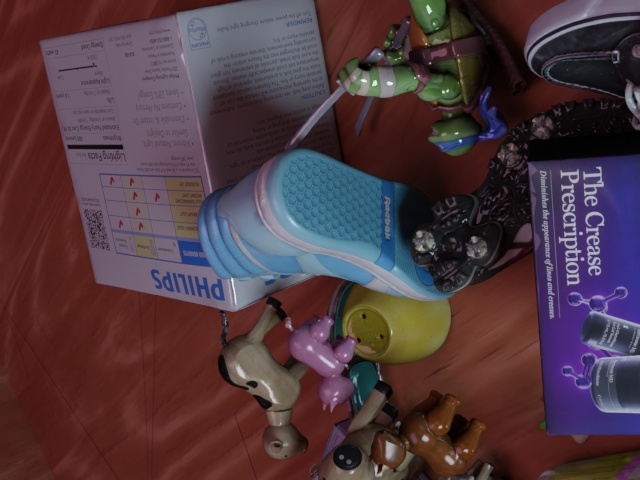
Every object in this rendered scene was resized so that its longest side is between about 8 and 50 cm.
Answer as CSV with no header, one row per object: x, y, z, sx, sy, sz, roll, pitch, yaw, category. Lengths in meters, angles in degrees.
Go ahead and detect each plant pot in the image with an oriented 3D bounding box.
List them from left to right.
0.079,0.098,1.222,0.134,0.095,0.134,9,107,29,plant pot

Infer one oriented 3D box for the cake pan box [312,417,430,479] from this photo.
0.085,0.416,1.413,0.246,0.070,0.267,45,136,32,cake pan box

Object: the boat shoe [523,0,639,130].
0.301,-0.140,0.838,0.306,0.113,0.105,8,73,39,boat shoe

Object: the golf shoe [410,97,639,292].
0.217,-0.048,1.025,0.273,0.120,0.105,-38,68,28,golf shoe

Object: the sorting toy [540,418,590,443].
0.278,0.199,1.123,0.062,0.012,0.083,48,137,25,sorting toy

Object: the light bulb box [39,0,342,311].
-0.168,-0.125,1.350,0.358,0.225,0.361,6,111,49,light bulb box

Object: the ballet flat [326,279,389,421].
0.044,0.151,1.349,0.079,0.077,0.221,-158,55,-69,ballet flat

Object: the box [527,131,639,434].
0.288,0.038,0.901,0.184,0.103,0.261,-4,106,13,box

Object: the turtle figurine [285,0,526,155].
0.065,-0.219,1.050,0.275,0.198,0.266,8,107,46,turtle figurine

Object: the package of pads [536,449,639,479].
0.355,0.325,1.012,0.296,0.101,0.229,-30,83,52,package of pads

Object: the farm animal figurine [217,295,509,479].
0.035,0.243,1.194,0.330,0.172,0.327,25,159,38,farm animal figurine

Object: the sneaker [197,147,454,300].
0.000,0.000,1.141,0.208,0.319,0.127,-16,58,42,sneaker
